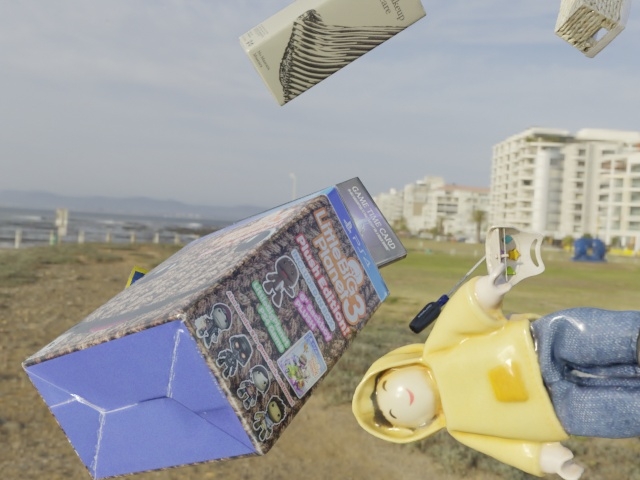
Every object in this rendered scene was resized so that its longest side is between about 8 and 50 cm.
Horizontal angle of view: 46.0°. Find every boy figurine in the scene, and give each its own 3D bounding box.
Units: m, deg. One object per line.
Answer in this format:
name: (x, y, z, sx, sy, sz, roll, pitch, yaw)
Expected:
boy figurine: (0.146, 0.107, 0.605, 0.285, 0.177, 0.092, -11, 9, 39)

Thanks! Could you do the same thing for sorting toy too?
sorting toy: (0.263, 0.019, 1.009, 0.075, 0.083, 0.045, -4, 2, -3)

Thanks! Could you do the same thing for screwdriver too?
screwdriver: (0.186, 0.069, 1.052, 0.170, 0.024, 0.025, -42, 4, -13)

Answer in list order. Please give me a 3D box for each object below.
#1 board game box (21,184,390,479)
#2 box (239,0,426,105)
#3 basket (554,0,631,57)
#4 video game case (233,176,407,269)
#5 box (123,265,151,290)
board game box: (-0.103, 0.088, 0.777, 0.232, 0.141, 0.291, -19, 14, 33)
box: (0.017, -0.336, 1.190, 0.275, 0.113, 0.094, -32, 30, 4)
basket: (0.554, -0.478, 1.529, 0.103, 0.167, 0.113, 26, -28, -8)
video game case: (0.000, 0.000, 1.425, 0.274, 0.196, 0.026, -21, -26, -21)
box: (-0.244, 0.109, 1.010, 0.059, 0.054, 0.169, 21, -42, -9)
